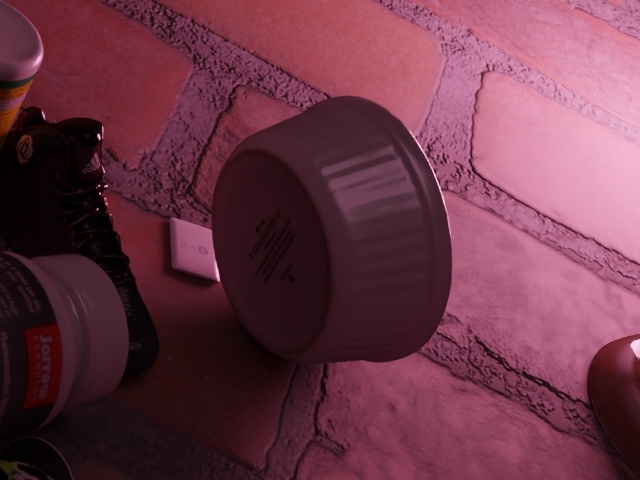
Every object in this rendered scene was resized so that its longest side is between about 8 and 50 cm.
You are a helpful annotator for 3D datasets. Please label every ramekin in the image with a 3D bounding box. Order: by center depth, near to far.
[{"bbox_3d":[0.000,0.000,1.855,0.127,0.273,0.273,-14,54,-34],"label":"ramekin"}]

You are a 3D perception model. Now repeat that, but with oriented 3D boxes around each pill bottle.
[{"bbox_3d":[-0.307,0.094,1.553,0.283,0.161,0.161,-10,52,-46],"label":"pill bottle"},{"bbox_3d":[-0.350,-0.121,1.756,0.118,0.208,0.117,22,34,-16],"label":"pill bottle"}]

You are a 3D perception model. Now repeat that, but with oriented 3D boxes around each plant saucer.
[{"bbox_3d":[0.451,0.210,2.140,0.311,0.050,0.310,21,34,-15],"label":"plant saucer"}]

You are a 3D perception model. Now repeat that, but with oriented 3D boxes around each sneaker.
[{"bbox_3d":[-0.235,0.228,1.496,0.084,0.097,0.234,26,33,-11],"label":"sneaker"},{"bbox_3d":[-0.228,-0.016,1.762,0.106,0.162,0.281,-13,54,-48],"label":"sneaker"}]

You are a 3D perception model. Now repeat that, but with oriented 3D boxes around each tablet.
[{"bbox_3d":[-0.132,0.010,1.954,0.054,0.006,0.083,19,36,-21],"label":"tablet"}]
